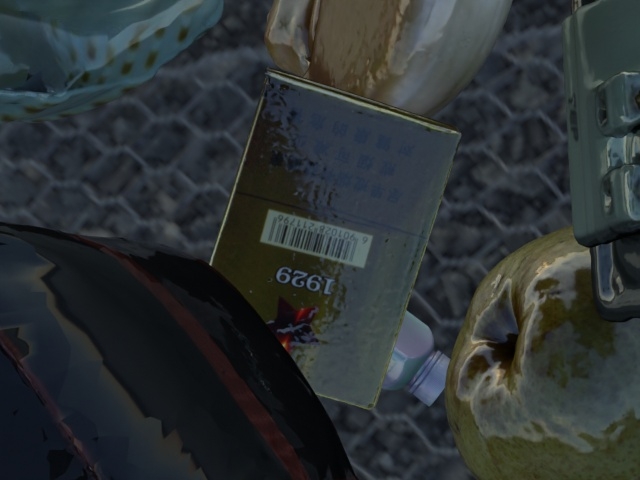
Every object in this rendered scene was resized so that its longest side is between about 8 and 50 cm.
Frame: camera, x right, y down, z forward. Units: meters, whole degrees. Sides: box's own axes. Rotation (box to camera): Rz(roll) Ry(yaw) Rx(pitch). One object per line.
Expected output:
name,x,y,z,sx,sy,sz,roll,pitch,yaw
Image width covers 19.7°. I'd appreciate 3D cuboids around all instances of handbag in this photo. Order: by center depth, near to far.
handbag,-0.069,0.091,0.565,0.155,0.215,0.169,-42,78,8

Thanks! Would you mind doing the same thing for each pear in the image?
pear,0.194,0.090,1.304,0.188,0.211,0.228,12,86,47

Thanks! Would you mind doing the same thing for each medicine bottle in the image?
medicine bottle,0.078,0.112,1.852,0.118,0.074,0.055,36,123,3

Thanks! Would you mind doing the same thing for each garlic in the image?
garlic,0.057,-0.179,1.141,0.217,0.110,0.228,-124,43,-58

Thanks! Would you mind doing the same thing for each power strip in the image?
power strip,0.208,-0.084,1.106,0.092,0.251,0.257,-2,84,-17

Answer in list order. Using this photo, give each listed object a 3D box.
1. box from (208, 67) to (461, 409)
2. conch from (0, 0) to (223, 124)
box,0.000,0.000,0.806,0.090,0.023,0.133,16,103,-4
conch,-0.203,-0.190,0.966,0.319,0.215,0.303,5,71,-22
